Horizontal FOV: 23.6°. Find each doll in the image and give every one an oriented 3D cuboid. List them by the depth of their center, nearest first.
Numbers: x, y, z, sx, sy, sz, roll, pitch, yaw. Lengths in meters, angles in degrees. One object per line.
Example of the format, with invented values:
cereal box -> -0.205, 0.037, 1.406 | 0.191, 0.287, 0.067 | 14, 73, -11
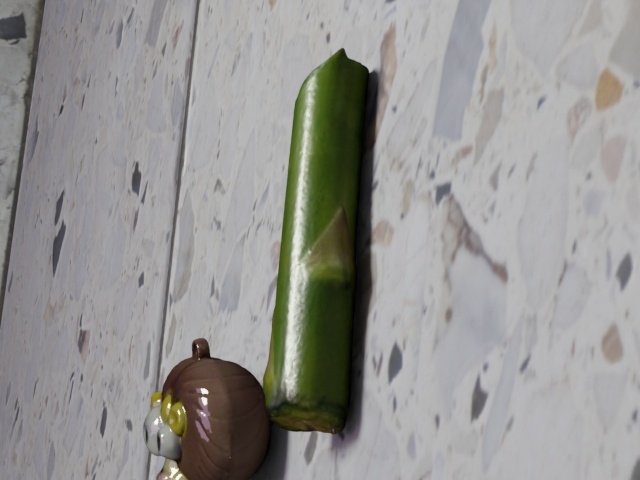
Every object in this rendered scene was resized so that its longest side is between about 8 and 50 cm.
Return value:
doll -> -0.087, 0.175, 1.214 | 0.145, 0.096, 0.188 | 122, 143, -64

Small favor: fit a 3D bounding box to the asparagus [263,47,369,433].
asparagus -> -0.002, 0.000, 1.095 | 0.067, 0.060, 0.278 | 119, 157, -68
